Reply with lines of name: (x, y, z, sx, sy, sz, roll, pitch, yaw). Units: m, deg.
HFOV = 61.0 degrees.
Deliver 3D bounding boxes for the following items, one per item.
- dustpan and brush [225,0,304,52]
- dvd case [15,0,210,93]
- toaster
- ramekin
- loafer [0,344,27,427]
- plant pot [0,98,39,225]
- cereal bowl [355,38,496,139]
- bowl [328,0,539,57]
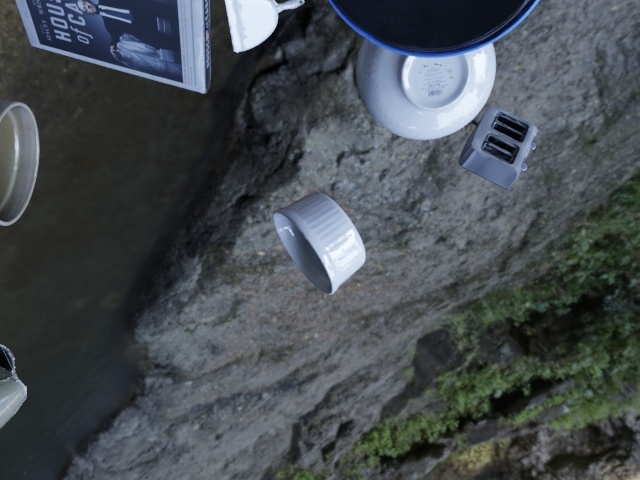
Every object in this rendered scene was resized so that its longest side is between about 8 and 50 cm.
dustpan and brush: (-0.131, -0.566, 1.351, 0.211, 0.060, 0.147, -17, 137, -12)
dvd case: (-0.248, -0.279, 0.642, 0.179, 0.239, 0.029, 105, -1, -56)
toaster: (0.482, -0.258, 1.490, 0.168, 0.186, 0.110, -60, 175, -21)
ramekin: (0.000, 0.000, 1.502, 0.135, 0.277, 0.277, -35, 166, -16)
loafer: (-0.431, 0.180, 0.692, 0.087, 0.094, 0.251, -33, -151, -32)
plant pot: (-0.917, -0.213, 1.374, 0.281, 0.323, 0.323, 8, 152, -10)
cereal bowl: (0.259, -0.401, 1.295, 0.339, 0.339, 0.141, -45, -164, 12)
bowl: (0.161, -0.449, 0.792, 0.391, 0.391, 0.077, -58, -171, 51)
